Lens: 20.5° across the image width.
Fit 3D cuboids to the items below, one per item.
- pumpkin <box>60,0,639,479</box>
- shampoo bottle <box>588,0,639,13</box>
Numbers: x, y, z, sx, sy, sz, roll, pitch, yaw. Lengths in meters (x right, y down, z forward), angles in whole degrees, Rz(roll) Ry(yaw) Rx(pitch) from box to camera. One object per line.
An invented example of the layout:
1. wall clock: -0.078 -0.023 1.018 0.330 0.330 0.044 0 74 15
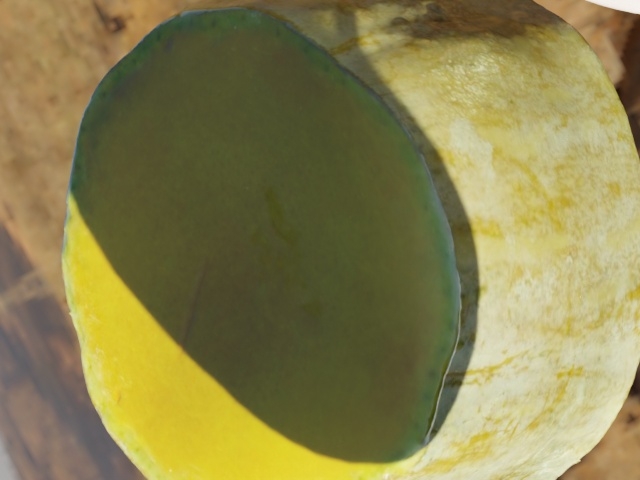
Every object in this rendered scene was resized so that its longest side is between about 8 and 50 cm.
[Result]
1. pumpkin: 0.000 0.000 0.971 0.199 0.332 0.332 4 -133 -55
2. shampoo bottle: 0.112 -0.173 0.351 0.092 0.303 0.092 21 144 16
